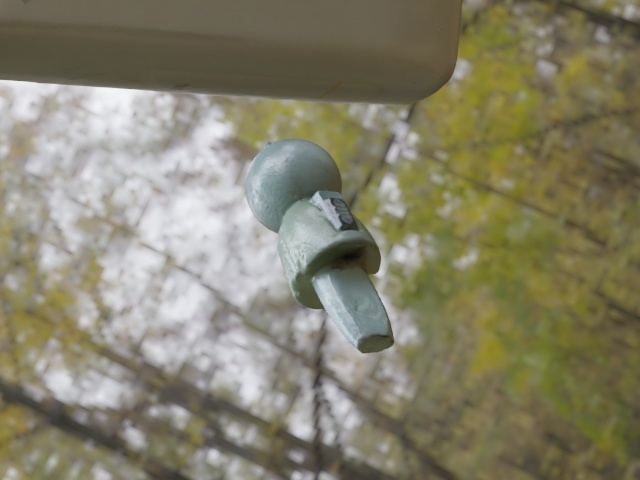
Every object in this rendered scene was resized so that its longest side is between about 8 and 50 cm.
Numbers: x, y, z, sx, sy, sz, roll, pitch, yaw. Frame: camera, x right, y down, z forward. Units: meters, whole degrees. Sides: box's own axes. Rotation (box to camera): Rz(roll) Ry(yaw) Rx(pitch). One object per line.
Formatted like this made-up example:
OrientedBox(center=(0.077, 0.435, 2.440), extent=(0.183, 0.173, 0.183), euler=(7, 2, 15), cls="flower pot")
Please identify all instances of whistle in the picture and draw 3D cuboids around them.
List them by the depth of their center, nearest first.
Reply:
OrientedBox(center=(0.000, 0.000, 0.676), extent=(0.035, 0.100, 0.035), euler=(-16, -39, -14), cls="whistle")

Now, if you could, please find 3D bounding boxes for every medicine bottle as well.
OrientedBox(center=(-0.099, -0.116, 0.790), extent=(0.161, 0.296, 0.111), euler=(-153, 66, -70), cls="medicine bottle")
